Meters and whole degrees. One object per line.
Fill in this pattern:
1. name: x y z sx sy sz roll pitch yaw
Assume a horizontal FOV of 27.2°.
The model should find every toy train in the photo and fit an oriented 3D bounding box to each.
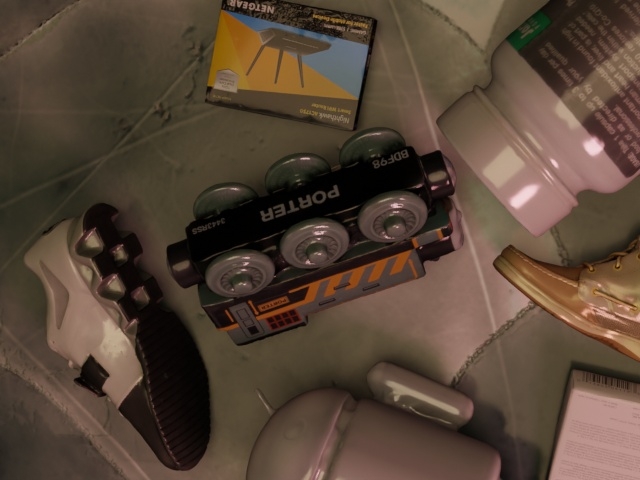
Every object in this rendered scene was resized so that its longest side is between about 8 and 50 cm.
1. toy train: 0.000 0.000 1.482 0.334 0.190 0.142 -20 52 5

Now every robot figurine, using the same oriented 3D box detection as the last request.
1. robot figurine: 0.066 0.289 1.484 0.353 0.200 0.300 21 71 7

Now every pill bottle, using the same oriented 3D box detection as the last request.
1. pill bottle: 0.313 -0.181 1.397 0.361 0.204 0.204 -41 88 10

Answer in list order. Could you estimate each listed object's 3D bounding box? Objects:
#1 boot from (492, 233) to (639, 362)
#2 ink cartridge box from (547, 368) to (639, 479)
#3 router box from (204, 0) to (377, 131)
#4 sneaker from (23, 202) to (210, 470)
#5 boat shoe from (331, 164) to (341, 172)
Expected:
1. boot: 0.343 0.014 1.458 0.262 0.095 0.203 27 100 -3
2. ink cartridge box: 0.354 0.272 1.523 0.181 0.056 0.224 13 116 8
3. router box: -0.034 -0.207 1.531 0.179 0.046 0.133 11 97 8
4. sneaker: -0.245 0.129 1.576 0.146 0.122 0.330 -22 93 29
5. boat shoe: 0.025 -0.066 1.537 0.137 0.043 0.049 -18 90 9
